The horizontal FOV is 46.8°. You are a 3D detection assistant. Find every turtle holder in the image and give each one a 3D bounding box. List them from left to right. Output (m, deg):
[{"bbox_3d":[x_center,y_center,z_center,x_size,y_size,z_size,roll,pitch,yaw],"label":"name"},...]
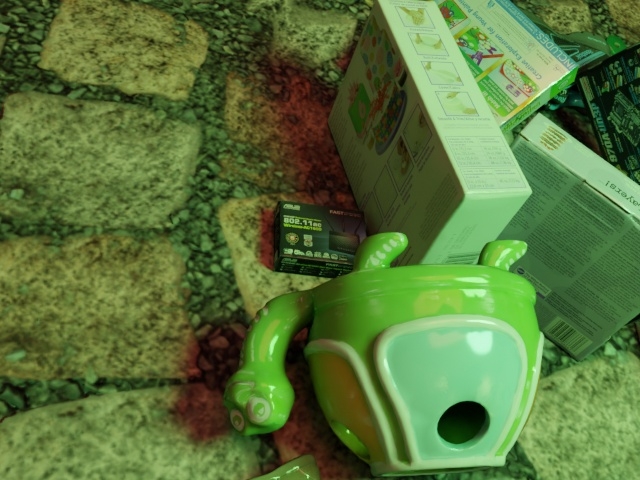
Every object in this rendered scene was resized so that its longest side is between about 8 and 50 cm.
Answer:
[{"bbox_3d":[0.085,0.128,0.782,0.320,0.243,0.227,10,66,-34],"label":"turtle holder"}]

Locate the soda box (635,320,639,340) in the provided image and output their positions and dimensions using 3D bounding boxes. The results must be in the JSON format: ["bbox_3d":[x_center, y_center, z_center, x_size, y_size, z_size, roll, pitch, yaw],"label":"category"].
[{"bbox_3d":[0.486,0.154,1.015,0.058,0.063,0.183,10,53,-12],"label":"soda box"}]

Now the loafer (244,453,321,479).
[{"bbox_3d":[-0.056,0.267,0.750,0.148,0.056,0.050,-21,58,-30],"label":"loafer"}]

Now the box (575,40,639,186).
[{"bbox_3d":[0.510,-0.194,1.159,0.051,0.175,0.220,-17,87,-28],"label":"box"}]

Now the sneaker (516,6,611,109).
[{"bbox_3d":[0.367,-0.303,1.268,0.341,0.125,0.139,4,56,-15],"label":"sneaker"}]

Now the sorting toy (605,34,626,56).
[{"bbox_3d":[0.620,-0.261,1.366,0.132,0.046,0.274,-19,74,-30],"label":"sorting toy"}]

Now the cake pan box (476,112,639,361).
[{"bbox_3d":[0.310,0.008,0.945,0.267,0.245,0.070,39,53,11],"label":"cake pan box"}]

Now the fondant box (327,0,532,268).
[{"bbox_3d":[0.123,-0.118,0.976,0.096,0.238,0.330,-5,58,-22],"label":"fondant box"}]

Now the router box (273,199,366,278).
[{"bbox_3d":[0.000,0.000,0.975,0.123,0.038,0.092,7,53,-14],"label":"router box"}]

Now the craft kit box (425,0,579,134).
[{"bbox_3d":[0.223,-0.270,1.164,0.247,0.061,0.250,-36,71,-4],"label":"craft kit box"}]
